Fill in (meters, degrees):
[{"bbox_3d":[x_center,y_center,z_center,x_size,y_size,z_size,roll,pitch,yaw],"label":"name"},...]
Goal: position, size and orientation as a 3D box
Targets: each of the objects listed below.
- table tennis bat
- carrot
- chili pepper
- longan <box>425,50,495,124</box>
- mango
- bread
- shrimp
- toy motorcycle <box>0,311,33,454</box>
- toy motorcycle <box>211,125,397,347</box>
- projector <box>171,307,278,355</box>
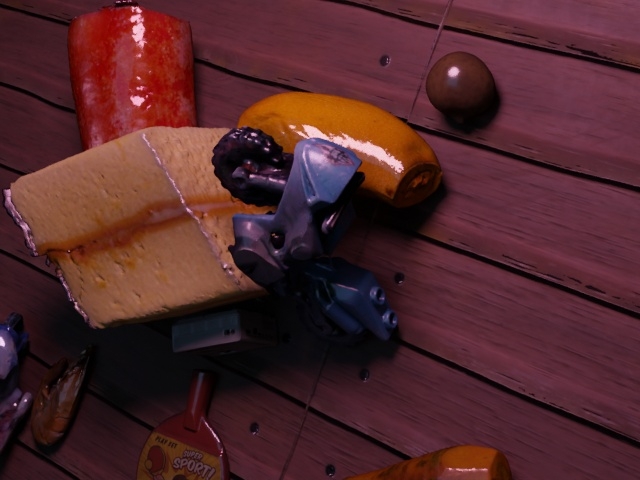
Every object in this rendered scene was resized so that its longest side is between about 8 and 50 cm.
[{"bbox_3d":[-0.235,0.381,1.774,0.200,0.038,0.310,12,92,31],"label":"table tennis bat"},{"bbox_3d":[0.137,0.379,1.492,0.302,0.114,0.114,-20,71,30],"label":"carrot"},{"bbox_3d":[-0.338,-0.268,1.865,0.251,0.229,0.305,-10,88,18],"label":"chili pepper"},{"bbox_3d":[0.218,-0.237,1.557,0.113,0.092,0.113,3,102,15],"label":"longan"},{"bbox_3d":[0.029,-0.150,1.617,0.359,0.144,0.187,14,46,16],"label":"mango"},{"bbox_3d":[-0.278,-0.012,1.709,0.405,0.242,0.346,-24,82,28],"label":"bread"},{"bbox_3d":[-0.508,0.292,1.961,0.236,0.053,0.133,-63,36,12],"label":"shrimp"},{"bbox_3d":[-0.647,0.307,1.955,0.241,0.182,0.319,22,95,61],"label":"toy motorcycle"},{"bbox_3d":[0.000,0.000,1.509,0.232,0.172,0.416,-7,122,35],"label":"toy motorcycle"},{"bbox_3d":[-0.164,0.158,1.716,0.147,0.115,0.061,-12,73,31],"label":"projector"}]
